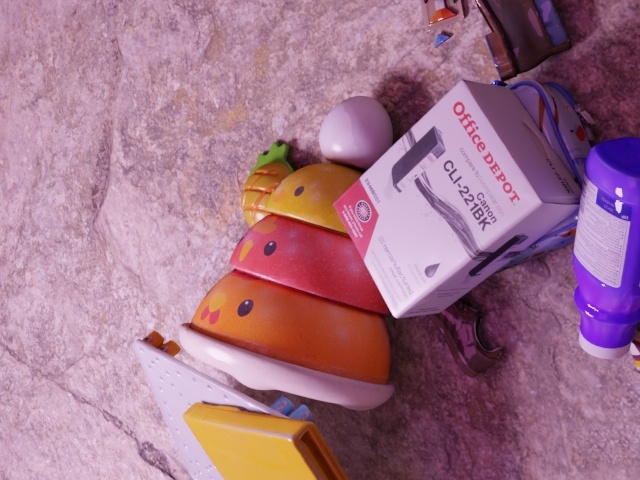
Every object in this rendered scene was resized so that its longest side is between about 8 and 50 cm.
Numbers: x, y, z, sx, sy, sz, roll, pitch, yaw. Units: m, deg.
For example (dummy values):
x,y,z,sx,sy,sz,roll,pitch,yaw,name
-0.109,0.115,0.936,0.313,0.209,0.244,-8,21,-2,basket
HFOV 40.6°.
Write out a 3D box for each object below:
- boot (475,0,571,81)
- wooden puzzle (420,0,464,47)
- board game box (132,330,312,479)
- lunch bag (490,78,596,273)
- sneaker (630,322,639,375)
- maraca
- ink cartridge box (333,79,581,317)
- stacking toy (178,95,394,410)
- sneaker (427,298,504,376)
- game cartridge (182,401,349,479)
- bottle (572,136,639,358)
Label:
x,y,z,sx,sy,sz,roll,pitch,yaw,name
0.275,-0.340,1.222,0.106,0.082,0.219,-17,78,17,boot
0.182,-0.361,1.317,0.079,0.014,0.116,-20,82,39,wooden puzzle
-0.136,0.365,1.522,0.390,0.050,0.389,19,137,36,board game box
0.253,-0.086,1.229,0.303,0.115,0.243,-29,74,38,lunch bag
0.480,0.124,1.091,0.186,0.070,0.083,-14,91,39,sneaker
-0.087,-0.090,1.520,0.127,0.099,0.185,-32,49,34,maraca
0.175,-0.051,1.149,0.273,0.114,0.197,-43,64,34,ink cartridge box
0.000,0.000,1.374,0.351,0.351,0.479,13,85,38,stacking toy
0.210,0.113,1.327,0.071,0.066,0.188,-35,78,19,sneaker
-0.058,0.386,1.371,0.324,0.053,0.285,-4,121,53,game cartridge
0.367,0.019,1.060,0.118,0.092,0.282,-120,22,-54,bottle
